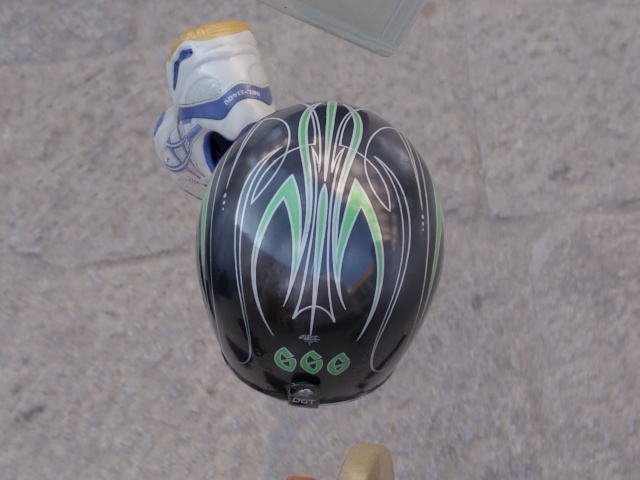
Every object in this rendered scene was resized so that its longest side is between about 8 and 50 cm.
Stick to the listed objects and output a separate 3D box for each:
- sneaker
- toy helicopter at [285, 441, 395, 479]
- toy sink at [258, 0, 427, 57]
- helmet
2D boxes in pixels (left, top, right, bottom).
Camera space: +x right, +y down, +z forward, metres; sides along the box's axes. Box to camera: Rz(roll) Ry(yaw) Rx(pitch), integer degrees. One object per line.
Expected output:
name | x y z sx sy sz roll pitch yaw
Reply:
sneaker | -0.103 -0.090 1.117 0.112 0.296 0.131 -18 69 -12
toy helicopter | 0.051 0.400 1.233 0.140 0.235 0.355 2 100 16
toy sink | -0.020 -0.255 0.719 0.234 0.131 0.153 23 47 -9
helmet | 0.000 0.000 0.671 0.169 0.161 0.169 4 32 -3
